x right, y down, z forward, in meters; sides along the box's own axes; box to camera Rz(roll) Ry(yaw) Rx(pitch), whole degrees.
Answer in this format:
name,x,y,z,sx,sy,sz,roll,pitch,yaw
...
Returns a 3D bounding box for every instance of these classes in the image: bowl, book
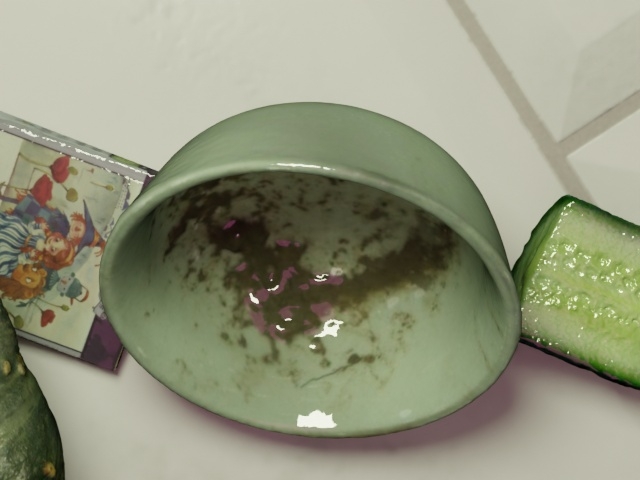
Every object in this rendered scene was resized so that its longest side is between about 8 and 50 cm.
name,x,y,z,sx,sy,sz,roll,pitch,yaw
bowl,0.000,0.000,1.043,0.289,0.146,0.289,5,138,5
book,-0.237,-0.012,1.123,0.231,0.026,0.157,21,97,-2

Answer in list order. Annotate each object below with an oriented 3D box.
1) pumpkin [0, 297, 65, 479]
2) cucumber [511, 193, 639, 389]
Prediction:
name,x,y,z,sx,sy,sz,roll,pitch,yaw
pumpkin,-0.340,0.124,1.020,0.257,0.291,0.328,-31,87,-37
cucumber,0.205,0.038,1.112,0.115,0.062,0.116,22,89,-5
